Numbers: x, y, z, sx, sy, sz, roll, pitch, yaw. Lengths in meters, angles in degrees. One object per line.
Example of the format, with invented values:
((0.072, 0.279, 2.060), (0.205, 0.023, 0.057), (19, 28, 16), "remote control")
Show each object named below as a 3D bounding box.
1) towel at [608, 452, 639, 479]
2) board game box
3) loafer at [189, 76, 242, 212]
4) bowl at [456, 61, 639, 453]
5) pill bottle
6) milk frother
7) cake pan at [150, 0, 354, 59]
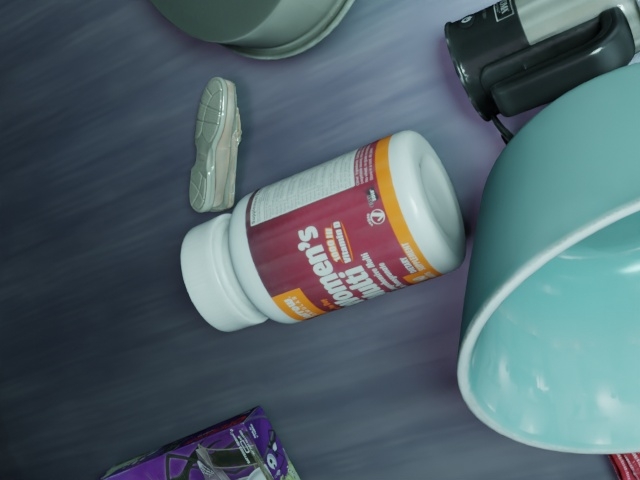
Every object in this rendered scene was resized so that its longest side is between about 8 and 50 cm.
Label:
((0.374, 0.205, 0.674), (0.237, 0.037, 0.329), (-24, 94, 23), "towel")
((-0.070, 0.361, 0.872), (0.208, 0.056, 0.347), (-27, 93, 28), "board game box")
((-0.092, -0.087, 0.779), (0.045, 0.039, 0.125), (28, 112, 48), "loafer")
((0.231, 0.000, 0.568), (0.311, 0.163, 0.311), (-4, 139, -3), "bowl")
((0.000, 0.000, 0.715), (0.221, 0.121, 0.121), (-21, 95, 23), "pill bottle")
((0.186, -0.121, 0.641), (0.135, 0.129, 0.143), (-22, 138, 24), "milk frother")
((-0.076, -0.281, 0.645), (0.293, 0.054, 0.293), (23, 124, 40), "cake pan")
